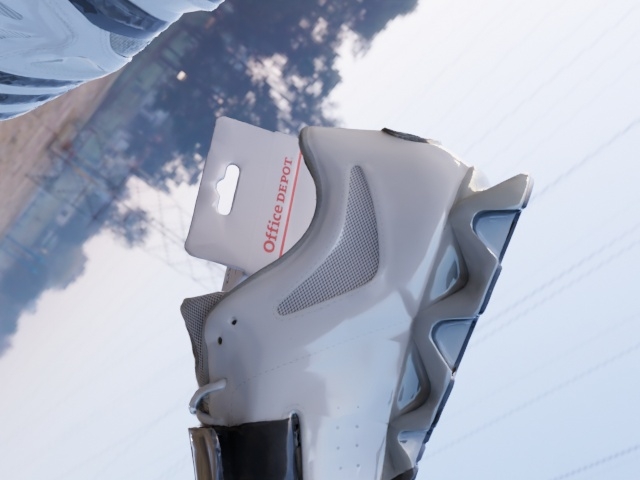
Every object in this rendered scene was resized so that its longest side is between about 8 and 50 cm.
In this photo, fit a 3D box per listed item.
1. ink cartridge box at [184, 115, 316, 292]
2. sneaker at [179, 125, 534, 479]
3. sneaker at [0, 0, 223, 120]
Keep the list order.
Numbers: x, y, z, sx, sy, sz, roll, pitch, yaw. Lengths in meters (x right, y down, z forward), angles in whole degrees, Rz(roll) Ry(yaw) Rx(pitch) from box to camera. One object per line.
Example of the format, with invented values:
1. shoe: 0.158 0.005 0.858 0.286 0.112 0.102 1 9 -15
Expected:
1. ink cartridge box: 0.000 0.000 0.646 0.061 0.181 0.104 135 -31 -60
2. sneaker: -0.016 0.096 0.506 0.122 0.146 0.330 77 34 -80
3. sneaker: -0.273 -0.183 0.514 0.257 0.447 0.169 -34 -125 18
